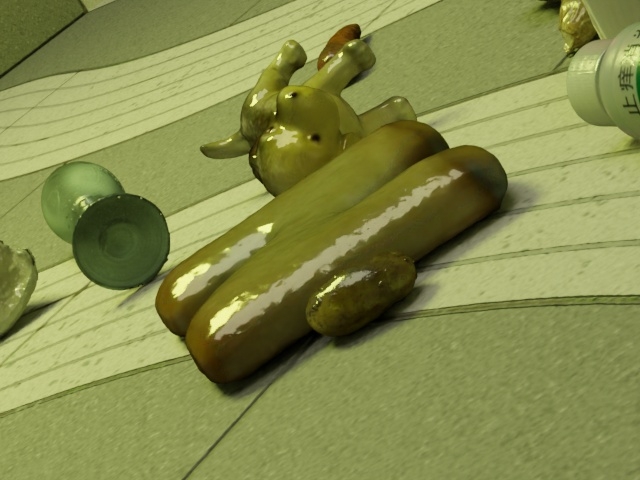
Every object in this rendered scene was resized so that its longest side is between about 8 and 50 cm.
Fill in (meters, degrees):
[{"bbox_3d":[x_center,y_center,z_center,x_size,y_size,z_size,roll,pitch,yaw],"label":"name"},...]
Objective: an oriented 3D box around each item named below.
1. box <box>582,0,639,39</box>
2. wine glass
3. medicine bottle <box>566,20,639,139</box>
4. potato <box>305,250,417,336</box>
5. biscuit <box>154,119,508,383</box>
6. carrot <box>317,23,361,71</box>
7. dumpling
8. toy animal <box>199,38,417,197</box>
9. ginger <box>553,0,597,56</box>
[{"bbox_3d":[0.354,-0.241,1.378,0.260,0.111,0.194,-26,17,26],"label":"box"},{"bbox_3d":[-0.154,-0.038,1.813,0.264,0.096,0.309,-11,12,-14],"label":"wine glass"},{"bbox_3d":[0.274,-0.114,1.194,0.095,0.095,0.260,-38,17,-20],"label":"medicine bottle"},{"bbox_3d":[0.032,0.039,1.260,0.092,0.045,0.046,-28,-6,-4],"label":"potato"},{"bbox_3d":[0.000,0.000,1.395,0.290,0.062,0.237,-35,18,-5],"label":"biscuit"},{"bbox_3d":[0.027,-0.223,2.000,0.047,0.047,0.191,-27,13,15],"label":"carrot"},{"bbox_3d":[-0.391,0.062,1.795,0.199,0.136,0.118,-1,-7,22],"label":"dumpling"},{"bbox_3d":[-0.012,-0.113,1.624,0.168,0.121,0.233,-37,21,-12],"label":"toy animal"},{"bbox_3d":[0.254,-0.272,1.702,0.148,0.081,0.334,-13,21,7],"label":"ginger"}]
